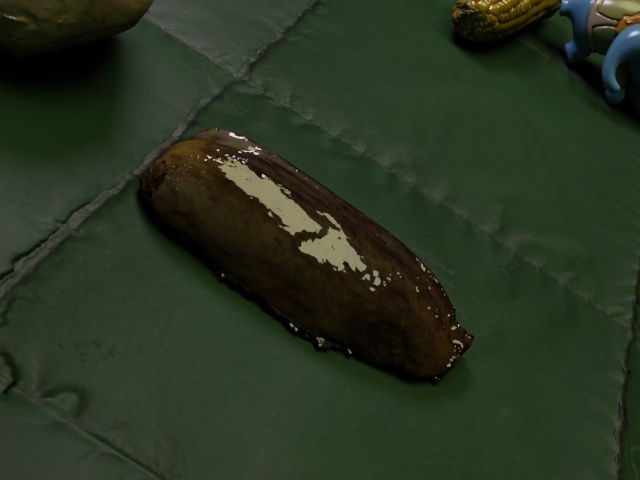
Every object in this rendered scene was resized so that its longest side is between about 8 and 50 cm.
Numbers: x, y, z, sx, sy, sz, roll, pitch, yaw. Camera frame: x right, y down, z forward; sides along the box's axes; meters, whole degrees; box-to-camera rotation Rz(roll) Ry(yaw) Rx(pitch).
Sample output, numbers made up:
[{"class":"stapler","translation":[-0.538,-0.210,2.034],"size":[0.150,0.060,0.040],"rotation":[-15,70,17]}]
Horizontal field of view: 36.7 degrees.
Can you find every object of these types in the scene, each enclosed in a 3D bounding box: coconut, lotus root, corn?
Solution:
[{"class":"coconut","translation":[-0.252,-0.275,0.872],"size":[0.237,0.197,0.237],"rotation":[22,43,-21]},{"class":"lotus root","translation":[0.001,0.000,0.850],"size":[0.329,0.078,0.167],"rotation":[33,39,-1]},{"class":"corn","translation":[0.288,-0.357,1.431],"size":[0.102,0.102,0.313],"rotation":[41,38,9]}]

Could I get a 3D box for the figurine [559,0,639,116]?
[{"class":"figurine","translation":[0.482,-0.281,1.442],"size":[0.262,0.154,0.180],"rotation":[10,75,14]}]
